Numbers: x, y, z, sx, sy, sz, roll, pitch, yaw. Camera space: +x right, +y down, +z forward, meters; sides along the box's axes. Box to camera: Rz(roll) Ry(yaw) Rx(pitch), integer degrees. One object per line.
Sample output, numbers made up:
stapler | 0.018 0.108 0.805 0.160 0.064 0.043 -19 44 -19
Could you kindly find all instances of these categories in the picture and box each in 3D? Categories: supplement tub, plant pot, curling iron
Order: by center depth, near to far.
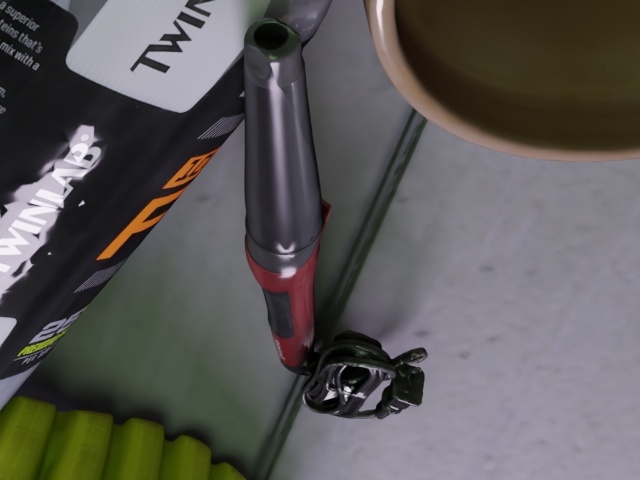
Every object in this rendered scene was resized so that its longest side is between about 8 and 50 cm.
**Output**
plant pot | 0.122 -0.137 0.563 0.237 0.109 0.237 -8 150 -5
supplement tub | -0.125 -0.077 0.605 0.193 0.193 0.316 38 114 -9
curling iron | 0.000 0.000 0.634 0.068 0.035 0.274 5 149 12

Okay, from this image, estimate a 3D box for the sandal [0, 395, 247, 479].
sandal | -0.143 0.140 0.755 0.317 0.126 0.138 30 131 -3
